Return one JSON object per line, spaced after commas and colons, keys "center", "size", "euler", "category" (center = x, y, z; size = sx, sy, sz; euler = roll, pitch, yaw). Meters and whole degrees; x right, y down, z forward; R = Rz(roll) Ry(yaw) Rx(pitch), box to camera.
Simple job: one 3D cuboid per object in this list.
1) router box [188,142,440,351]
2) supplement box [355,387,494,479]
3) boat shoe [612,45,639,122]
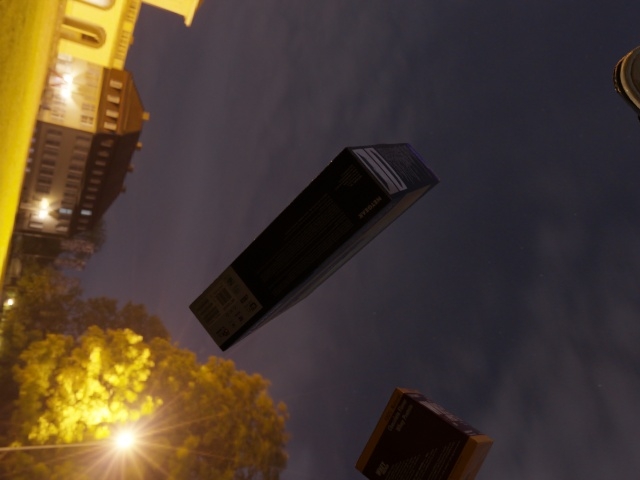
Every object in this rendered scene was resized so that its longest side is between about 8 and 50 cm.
{"center": [0.000, 0.000, 0.723], "size": [0.309, 0.243, 0.081], "euler": [-43, -98, 26], "category": "router box"}
{"center": [0.214, 0.440, 1.094], "size": [0.194, 0.129, 0.191], "euler": [27, -91, 35], "category": "supplement box"}
{"center": [0.567, -0.218, 0.838], "size": [0.113, 0.340, 0.127], "euler": [-163, -102, -69], "category": "boat shoe"}
